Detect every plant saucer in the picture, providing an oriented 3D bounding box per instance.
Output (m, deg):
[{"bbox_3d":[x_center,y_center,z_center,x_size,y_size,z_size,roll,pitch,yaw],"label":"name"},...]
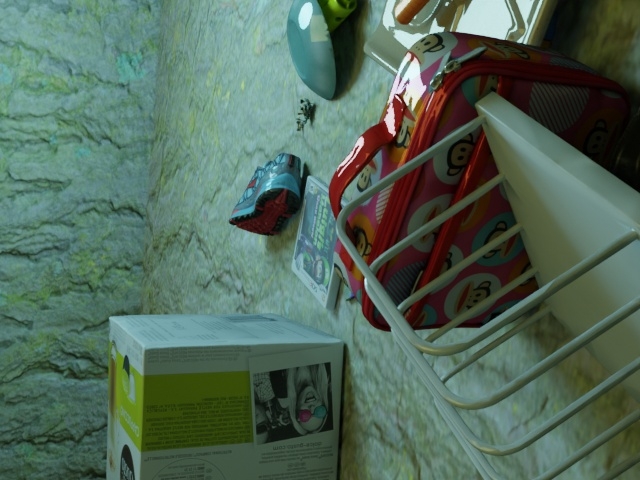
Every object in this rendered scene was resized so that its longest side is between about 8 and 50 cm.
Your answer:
[{"bbox_3d":[-0.025,-0.337,1.212,0.195,0.037,0.195,163,90,-79],"label":"plant saucer"}]

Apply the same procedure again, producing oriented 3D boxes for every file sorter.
[{"bbox_3d":[0.156,0.068,0.560,0.278,0.173,0.193,58,179,-40],"label":"file sorter"}]

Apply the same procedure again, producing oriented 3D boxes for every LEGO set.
[{"bbox_3d":[-0.028,-0.242,1.320,0.083,0.023,0.054,151,121,-76],"label":"LEGO set"}]

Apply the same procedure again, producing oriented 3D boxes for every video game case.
[{"bbox_3d":[0.000,0.000,1.235,0.173,0.022,0.191,-136,53,-58],"label":"video game case"}]

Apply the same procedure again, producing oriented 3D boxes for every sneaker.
[{"bbox_3d":[-0.100,-0.093,1.402,0.262,0.104,0.125,-30,44,56],"label":"sneaker"}]

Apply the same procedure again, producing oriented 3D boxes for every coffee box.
[{"bbox_3d":[-0.187,0.318,1.240,0.337,0.337,0.335,-174,86,-65],"label":"coffee box"}]

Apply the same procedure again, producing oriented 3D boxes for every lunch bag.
[{"bbox_3d":[0.133,-0.050,0.677,0.120,0.258,0.293,-122,41,-50],"label":"lunch bag"}]

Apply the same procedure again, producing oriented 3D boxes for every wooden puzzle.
[{"bbox_3d":[0.193,-0.332,0.792,0.322,0.080,0.348,56,132,51],"label":"wooden puzzle"}]

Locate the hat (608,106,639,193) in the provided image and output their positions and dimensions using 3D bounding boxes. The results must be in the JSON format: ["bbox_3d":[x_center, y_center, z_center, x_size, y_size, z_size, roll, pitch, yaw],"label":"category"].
[{"bbox_3d":[0.295,-0.025,0.479,0.331,0.133,0.332,-12,77,64],"label":"hat"}]

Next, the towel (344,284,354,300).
[{"bbox_3d":[0.056,0.061,1.125,0.083,0.009,0.060,140,126,-58],"label":"towel"}]

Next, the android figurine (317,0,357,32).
[{"bbox_3d":[0.018,-0.482,1.194,0.272,0.056,0.249,-21,70,61],"label":"android figurine"}]

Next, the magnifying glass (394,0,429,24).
[{"bbox_3d":[0.152,-0.319,0.754,0.231,0.026,0.092,-42,49,53],"label":"magnifying glass"}]
